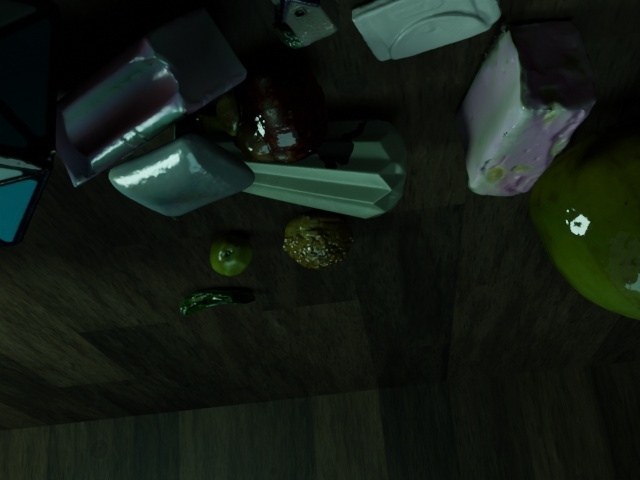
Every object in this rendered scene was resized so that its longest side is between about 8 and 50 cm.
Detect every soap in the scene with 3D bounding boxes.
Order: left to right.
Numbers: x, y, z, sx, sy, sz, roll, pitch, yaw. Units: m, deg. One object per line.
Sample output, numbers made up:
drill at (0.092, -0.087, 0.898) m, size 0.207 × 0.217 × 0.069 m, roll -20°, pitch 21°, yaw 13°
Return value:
soap at (-0.249, -0.178, 1.092) m, size 0.324 × 0.109 × 0.193 m, roll -24°, pitch -167°, yaw 37°

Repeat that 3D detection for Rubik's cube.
Rubik's cube at (-0.471, -0.156, 1.026) m, size 0.247 × 0.248 × 0.250 m, roll 7°, pitch 152°, yaw -27°

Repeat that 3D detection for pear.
pear at (-0.186, 0.030, 1.702) m, size 0.092 × 0.092 × 0.097 m, roll -12°, pitch 156°, yaw 14°

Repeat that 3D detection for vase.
vase at (-0.052, -0.124, 1.315) m, size 0.361 × 0.165 × 0.165 m, roll 4°, pitch 155°, yaw -9°

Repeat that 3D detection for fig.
fig at (0.533, -0.025, 1.416) m, size 0.344 × 0.343 × 0.343 m, roll -4°, pitch 156°, yaw -2°

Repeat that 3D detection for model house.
model house at (-0.035, -0.296, 0.978) m, size 0.088 × 0.100 × 0.100 m, roll -14°, pitch 154°, yaw 23°

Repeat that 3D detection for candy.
candy at (-0.197, -0.088, 1.177) m, size 0.174 × 0.071 × 0.138 m, roll -18°, pitch 148°, yaw 35°
candy at (0.290, -0.188, 1.222) m, size 0.116 × 0.155 × 0.265 m, roll -4°, pitch 157°, yaw -11°

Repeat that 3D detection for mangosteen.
mangosteen at (-0.076, -0.171, 1.178) m, size 0.181 × 0.155 × 0.146 m, roll -30°, pitch 133°, yaw 13°

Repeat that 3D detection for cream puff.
cream puff at (-0.001, 0.004, 1.658) m, size 0.144 × 0.103 × 0.126 m, roll 7°, pitch 153°, yaw -39°

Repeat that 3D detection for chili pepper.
chili pepper at (-0.247, 0.140, 1.984) m, size 0.182 × 0.050 × 0.073 m, roll -6°, pitch 149°, yaw -5°

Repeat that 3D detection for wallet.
wallet at (0.143, -0.296, 1.102) m, size 0.183 × 0.031 × 0.124 m, roll -14°, pitch 152°, yaw 21°

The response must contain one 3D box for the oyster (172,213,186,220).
oyster at (-0.267, -0.069, 1.504) m, size 0.103 × 0.051 × 0.148 m, roll -1°, pitch 167°, yaw 7°
